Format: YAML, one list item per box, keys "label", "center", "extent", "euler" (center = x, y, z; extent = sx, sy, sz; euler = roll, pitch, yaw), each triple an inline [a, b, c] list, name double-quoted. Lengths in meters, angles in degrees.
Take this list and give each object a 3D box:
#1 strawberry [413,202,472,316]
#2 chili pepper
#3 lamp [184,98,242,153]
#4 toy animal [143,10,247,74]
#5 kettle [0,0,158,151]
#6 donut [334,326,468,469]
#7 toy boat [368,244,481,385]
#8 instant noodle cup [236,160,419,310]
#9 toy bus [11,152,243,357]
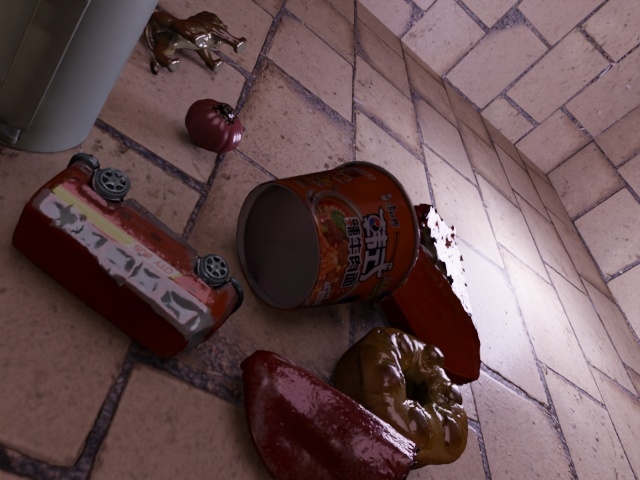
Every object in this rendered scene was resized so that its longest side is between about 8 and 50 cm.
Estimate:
- label: "strawberry"
  center: [0.222, 0.035, 1.101]
  extent: [0.253, 0.150, 0.280]
  euler: [58, 24, -23]
- label: "chili pepper"
  center: [-0.013, 0.247, 0.618]
  extent: [0.253, 0.144, 0.136]
  euler: [38, 14, 6]
- label: "lamp"
  center: [-0.194, -0.208, 0.907]
  extent: [0.108, 0.092, 0.107]
  euler: [33, 33, -24]
- label: "toy animal"
  center: [-0.283, -0.442, 1.077]
  extent: [0.158, 0.097, 0.312]
  euler: [40, 32, 12]
- label: "kettle"
  center: [-0.335, -0.274, 0.597]
  extent: [0.205, 0.318, 0.265]
  euler: [43, 31, -11]
- label: "donut"
  center: [0.125, 0.243, 0.776]
  extent: [0.227, 0.114, 0.226]
  euler: [31, 36, -26]
- label: "toy boat"
  center: [0.180, 0.146, 0.943]
  extent: [0.145, 0.133, 0.331]
  euler: [-38, 98, -29]
- label: "instant noodle cup"
  center: [0.000, 0.000, 0.792]
  extent: [0.192, 0.250, 0.250]
  euler: [-10, 63, -44]
- label: "toy bus"
  center: [-0.225, 0.032, 0.593]
  extent: [0.265, 0.121, 0.119]
  euler: [42, 41, -11]
